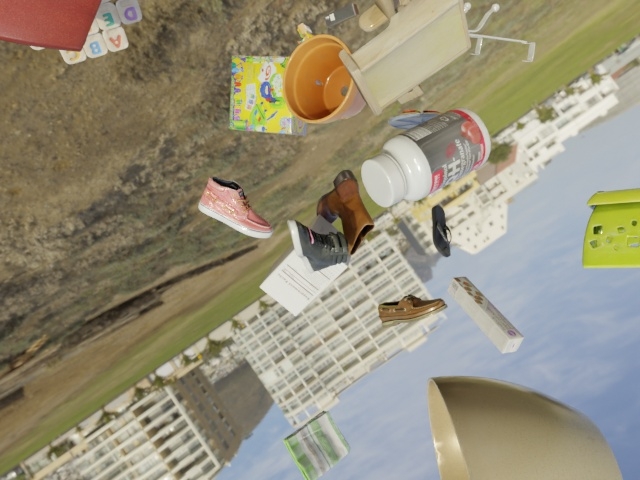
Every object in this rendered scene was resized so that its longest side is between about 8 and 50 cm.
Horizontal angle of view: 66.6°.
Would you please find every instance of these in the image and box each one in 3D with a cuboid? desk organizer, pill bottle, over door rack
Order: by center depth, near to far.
[{"bbox_3d":[0.269,-0.211,1.269,0.318,0.176,0.176,-28,175,-20],"label":"pill bottle"},{"bbox_3d":[0.445,-0.626,1.431,0.324,0.239,0.108,5,111,-32],"label":"over door rack"},{"bbox_3d":[0.085,-0.893,1.936,0.130,0.047,0.050,-11,-162,29],"label":"desk organizer"}]

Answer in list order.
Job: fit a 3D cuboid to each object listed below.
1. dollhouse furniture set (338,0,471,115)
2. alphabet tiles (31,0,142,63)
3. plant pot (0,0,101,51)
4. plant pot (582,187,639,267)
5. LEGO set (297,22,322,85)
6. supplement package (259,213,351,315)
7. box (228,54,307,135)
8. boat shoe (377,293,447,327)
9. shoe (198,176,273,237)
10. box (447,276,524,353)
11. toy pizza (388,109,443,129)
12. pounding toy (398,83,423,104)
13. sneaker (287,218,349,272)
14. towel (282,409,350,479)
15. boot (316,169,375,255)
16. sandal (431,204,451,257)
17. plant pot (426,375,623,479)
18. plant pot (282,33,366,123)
[{"bbox_3d":[0.118,-0.531,1.119,0.256,0.394,0.362,-34,152,10],"label":"dollhouse furniture set"},{"bbox_3d":[-0.589,-0.564,1.185,0.284,0.021,0.278,-25,153,-17],"label":"alphabet tiles"},{"bbox_3d":[-0.528,-0.515,0.900,0.235,0.267,0.267,18,127,-35],"label":"plant pot"},{"bbox_3d":[0.837,-0.029,1.307,0.227,0.207,0.228,-3,176,36],"label":"plant pot"},{"bbox_3d":[-0.022,-0.690,1.873,0.107,0.287,0.132,-40,-175,33],"label":"LEGO set"},{"bbox_3d":[-0.045,0.088,1.726,0.293,0.175,0.177,-46,-171,28],"label":"supplement package"},{"bbox_3d":[-0.204,-0.585,1.984,0.279,0.290,0.177,9,-168,17],"label":"box"},{"bbox_3d":[0.354,0.269,1.947,0.307,0.104,0.110,-24,173,36],"label":"boat shoe"},{"bbox_3d":[-0.178,-0.074,1.079,0.063,0.178,0.081,-72,-172,-64],"label":"shoe"},{"bbox_3d":[0.547,0.241,1.643,0.063,0.324,0.067,-3,123,-22],"label":"box"},{"bbox_3d":[0.309,-0.372,1.492,0.201,0.032,0.201,2,-179,0],"label":"toy pizza"},{"bbox_3d":[0.248,-0.479,1.389,0.100,0.130,0.141,-21,154,28],"label":"pounding toy"},{"bbox_3d":[0.000,0.000,1.421,0.146,0.105,0.296,-17,153,6],"label":"sneaker"},{"bbox_3d":[-0.004,0.468,1.116,0.152,0.113,0.023,-14,152,-50],"label":"towel"},{"bbox_3d":[0.087,-0.063,1.708,0.096,0.280,0.264,11,135,-32],"label":"boot"},{"bbox_3d":[0.553,-0.048,2.216,0.097,0.255,0.054,12,154,-37],"label":"sandal"},{"bbox_3d":[0.268,0.309,0.638,0.190,0.284,0.284,-11,178,3],"label":"plant pot"},{"bbox_3d":[0.042,-0.543,1.709,0.291,0.291,0.203,-37,162,30],"label":"plant pot"}]
